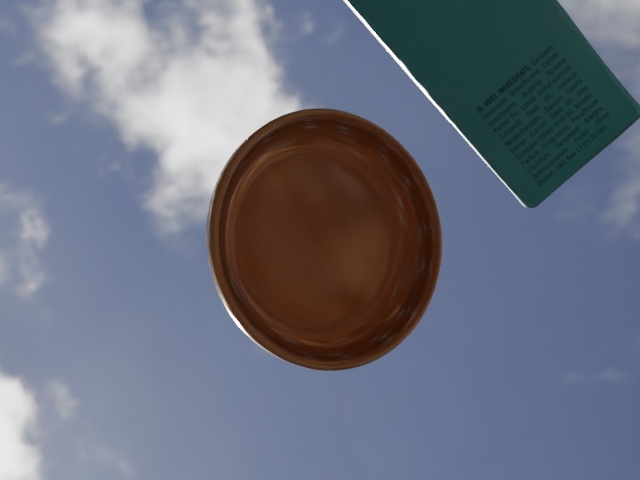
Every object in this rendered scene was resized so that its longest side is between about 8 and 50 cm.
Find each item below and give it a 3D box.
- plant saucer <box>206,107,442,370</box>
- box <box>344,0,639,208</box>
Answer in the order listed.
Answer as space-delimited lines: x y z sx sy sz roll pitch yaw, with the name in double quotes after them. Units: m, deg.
0.000 0.000 1.421 0.037 0.200 0.200 -11 -81 62 "plant saucer"
0.016 -0.126 0.689 0.060 0.100 0.244 -41 -61 5 "box"
